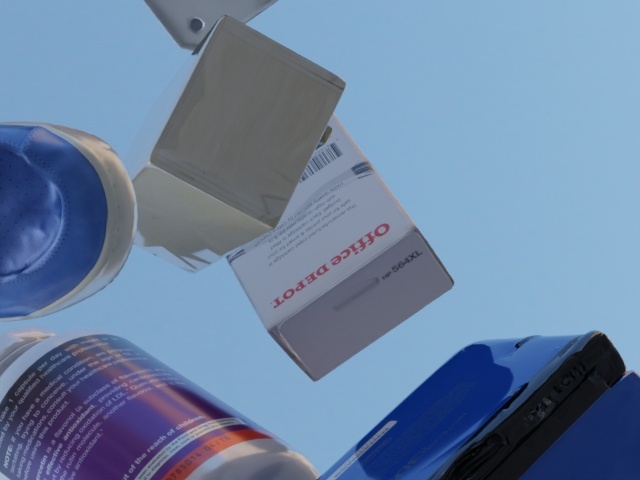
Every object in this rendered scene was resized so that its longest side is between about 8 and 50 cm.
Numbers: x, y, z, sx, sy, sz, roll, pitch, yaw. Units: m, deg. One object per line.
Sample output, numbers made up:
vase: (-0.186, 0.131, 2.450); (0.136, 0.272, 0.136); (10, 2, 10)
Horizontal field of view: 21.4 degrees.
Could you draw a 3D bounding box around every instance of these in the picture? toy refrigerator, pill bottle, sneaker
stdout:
toy refrigerator: (-0.070, -0.051, 1.095); (0.094, 0.269, 0.102); (28, -103, -9)
pill bottle: (-0.156, 0.187, 1.364); (0.181, 0.323, 0.182); (-25, -52, -36)
sneaker: (-0.128, -0.003, 0.446); (0.084, 0.152, 0.058); (-10, -78, -59)

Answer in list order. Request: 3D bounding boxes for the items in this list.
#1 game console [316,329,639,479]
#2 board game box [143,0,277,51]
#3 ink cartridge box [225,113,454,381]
game console: (0.117, 0.214, 1.149); (0.293, 0.250, 0.173); (-39, -76, -25)
board game box: (-0.056, -0.386, 1.141); (0.390, 0.390, 0.050); (52, -157, -11)
ink cartridge box: (0.000, 0.000, 1.434); (0.148, 0.203, 0.086); (-35, -48, 3)
